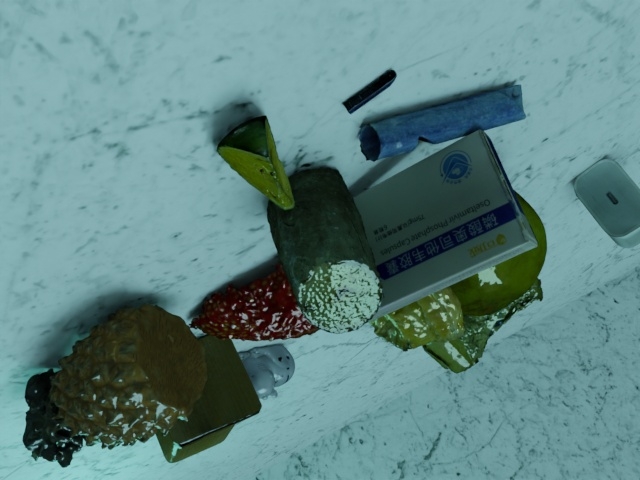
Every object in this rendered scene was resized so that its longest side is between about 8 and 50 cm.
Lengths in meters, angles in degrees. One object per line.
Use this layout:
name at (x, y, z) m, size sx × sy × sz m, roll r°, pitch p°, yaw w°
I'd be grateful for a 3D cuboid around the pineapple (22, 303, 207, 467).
pineapple at (-0.378, 0.258, 1.152) m, size 0.357 × 0.223 × 0.223 m, roll -28°, pitch 158°, yaw 20°

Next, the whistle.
whistle at (0.201, -0.185, 1.076) m, size 0.304 × 0.062 × 0.062 m, roll -18°, pitch 154°, yaw -25°

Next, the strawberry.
strawberry at (-0.080, 0.143, 1.321) m, size 0.306 × 0.138 × 0.233 m, roll -30°, pitch 158°, yaw -3°

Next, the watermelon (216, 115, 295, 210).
watermelon at (-0.089, -0.100, 0.890) m, size 0.075 × 0.092 × 0.181 m, roll -16°, pitch 164°, yaw 2°

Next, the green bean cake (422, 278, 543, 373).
green bean cake at (0.373, 0.134, 1.672) m, size 0.310 × 0.202 × 0.285 m, roll -41°, pitch -167°, yaw 25°

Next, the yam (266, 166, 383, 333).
yam at (0.000, 0.000, 1.040) m, size 0.154 × 0.254 × 0.154 m, roll -9°, pitch 135°, yaw -9°

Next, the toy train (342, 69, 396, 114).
toy train at (0.070, -0.203, 0.947) m, size 0.083 × 0.017 × 0.017 m, roll -34°, pitch 158°, yaw 10°

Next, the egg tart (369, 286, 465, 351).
egg tart at (0.133, 0.106, 1.288) m, size 0.115 × 0.290 × 0.290 m, roll -43°, pitch 160°, yaw -18°

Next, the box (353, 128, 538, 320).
box at (0.150, -0.010, 1.119) m, size 0.343 × 0.200 × 0.065 m, roll -28°, pitch 157°, yaw 24°

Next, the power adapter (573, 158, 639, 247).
power adapter at (0.746, -0.082, 1.738) m, size 0.124 × 0.187 × 0.255 m, roll -37°, pitch 156°, yaw 19°

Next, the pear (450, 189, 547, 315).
pear at (0.288, 0.010, 1.321) m, size 0.269 × 0.269 × 0.321 m, roll -34°, pitch 140°, yaw 10°

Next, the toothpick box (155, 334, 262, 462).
toothpick box at (-0.268, 0.353, 1.477) m, size 0.187 × 0.190 × 0.308 m, roll -19°, pitch 158°, yaw -26°

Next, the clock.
clock at (-0.123, 0.316, 1.633) m, size 0.176 × 0.117 × 0.080 m, roll 1°, pitch 143°, yaw -50°
